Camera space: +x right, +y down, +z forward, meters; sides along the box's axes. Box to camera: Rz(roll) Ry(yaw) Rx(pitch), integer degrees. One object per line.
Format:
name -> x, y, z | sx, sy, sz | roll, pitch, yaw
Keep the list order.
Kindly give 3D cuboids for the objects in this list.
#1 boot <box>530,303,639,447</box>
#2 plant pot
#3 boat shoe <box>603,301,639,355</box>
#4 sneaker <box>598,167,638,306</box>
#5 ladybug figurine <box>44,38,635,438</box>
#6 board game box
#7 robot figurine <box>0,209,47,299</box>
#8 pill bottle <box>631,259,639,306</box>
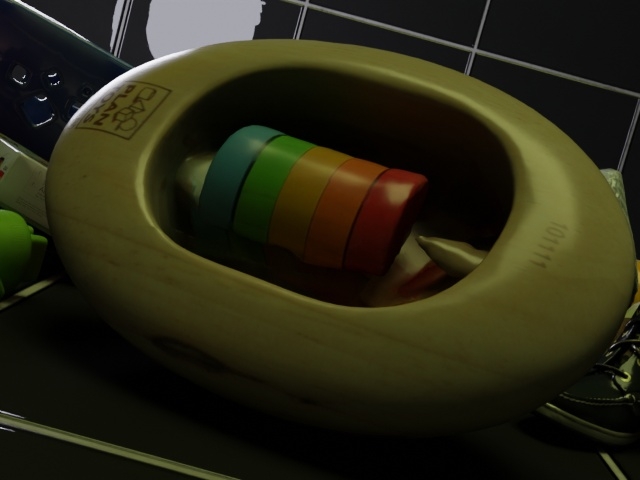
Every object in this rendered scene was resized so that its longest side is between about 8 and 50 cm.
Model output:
boot -> 0.280, 0.087, 0.927 | 0.236, 0.179, 0.085 | 11, 9, -40
plant pot -> -0.348, -0.164, 1.321 | 0.236, 0.212, 0.236 | 29, 4, -14
boat shoe -> 0.322, 0.133, 1.157 | 0.095, 0.095, 0.257 | -21, -5, 29
sneaker -> 0.197, 0.030, 1.094 | 0.210, 0.138, 0.366 | -7, -14, 2
ladybug figurine -> 0.000, 0.000, 0.771 | 0.449, 0.305, 0.162 | 22, -30, 23
board game box -> -0.271, -0.043, 1.071 | 0.193, 0.053, 0.305 | 35, -4, -31
robot figurine -> -0.276, 0.006, 0.826 | 0.115, 0.067, 0.101 | 8, 18, -48
pill bottle -> 0.388, 0.091, 1.336 | 0.245, 0.136, 0.136 | 16, 7, 8
